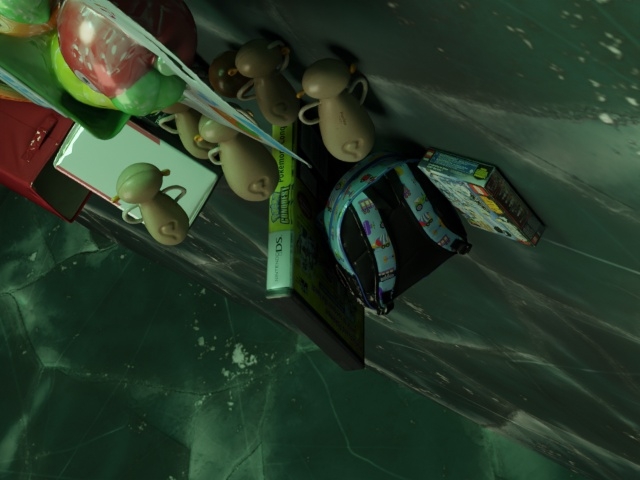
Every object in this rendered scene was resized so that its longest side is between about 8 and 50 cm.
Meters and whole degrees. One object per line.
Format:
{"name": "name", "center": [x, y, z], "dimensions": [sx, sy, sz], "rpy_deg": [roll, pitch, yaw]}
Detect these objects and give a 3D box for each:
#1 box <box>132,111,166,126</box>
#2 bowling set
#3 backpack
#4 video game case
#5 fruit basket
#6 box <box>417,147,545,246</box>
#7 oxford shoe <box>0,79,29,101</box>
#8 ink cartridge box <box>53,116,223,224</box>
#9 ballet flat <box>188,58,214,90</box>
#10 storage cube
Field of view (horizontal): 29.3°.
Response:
{"name": "box", "center": [-0.245, -0.202, 1.671], "dimensions": [0.083, 0.062, 0.052], "rpy_deg": [35, 170, -21]}
{"name": "bowling set", "center": [-0.104, -0.143, 1.293], "dimensions": [0.200, 0.287, 0.154], "rpy_deg": [63, -179, 32]}
{"name": "backpack", "center": [0.071, -0.026, 1.399], "dimensions": [0.117, 0.158, 0.173], "rpy_deg": [45, 168, 45]}
{"name": "video game case", "center": [0.000, 0.000, 1.489], "dimensions": [0.035, 0.248, 0.275], "rpy_deg": [-7, 155, 17]}
{"name": "fruit basket", "center": [-0.207, -0.179, 1.058], "dimensions": [0.327, 0.165, 0.353], "rpy_deg": [37, -179, -39]}
{"name": "box", "center": [0.177, -0.046, 1.338], "dimensions": [0.094, 0.027, 0.137], "rpy_deg": [23, 167, 42]}
{"name": "oxford shoe", "center": [-0.540, -0.301, 1.908], "dimensions": [0.130, 0.132, 0.364], "rpy_deg": [13, 179, 37]}
{"name": "ink cartridge box", "center": [-0.257, -0.110, 1.812], "dimensions": [0.207, 0.117, 0.283], "rpy_deg": [32, -175, -5]}
{"name": "ballet flat", "center": [-0.187, -0.219, 1.473], "dimensions": [0.057, 0.049, 0.173], "rpy_deg": [18, 163, 46]}
{"name": "storage cube", "center": [-0.495, -0.173, 2.151], "dimensions": [0.193, 0.183, 0.215], "rpy_deg": [28, 169, 18]}
